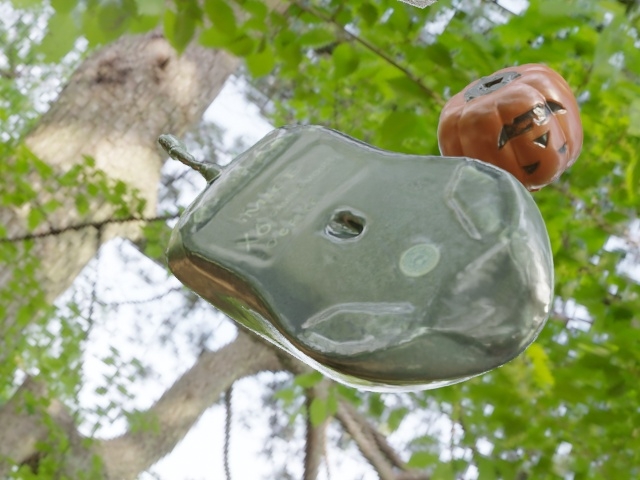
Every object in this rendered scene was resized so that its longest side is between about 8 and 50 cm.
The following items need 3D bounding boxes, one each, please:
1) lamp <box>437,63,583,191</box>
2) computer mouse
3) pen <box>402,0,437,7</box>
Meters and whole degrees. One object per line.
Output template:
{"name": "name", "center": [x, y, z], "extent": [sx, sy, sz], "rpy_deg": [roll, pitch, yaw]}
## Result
{"name": "lamp", "center": [0.250, -0.134, 1.425], "extent": [0.187, 0.187, 0.164], "rpy_deg": [-8, -61, 44]}
{"name": "computer mouse", "center": [0.000, 0.000, 0.730], "extent": [0.379, 0.167, 0.090], "rpy_deg": [31, -23, 46]}
{"name": "pen", "center": [0.028, -0.271, 1.062], "extent": [0.197, 0.032, 0.053], "rpy_deg": [16, -10, -24]}
